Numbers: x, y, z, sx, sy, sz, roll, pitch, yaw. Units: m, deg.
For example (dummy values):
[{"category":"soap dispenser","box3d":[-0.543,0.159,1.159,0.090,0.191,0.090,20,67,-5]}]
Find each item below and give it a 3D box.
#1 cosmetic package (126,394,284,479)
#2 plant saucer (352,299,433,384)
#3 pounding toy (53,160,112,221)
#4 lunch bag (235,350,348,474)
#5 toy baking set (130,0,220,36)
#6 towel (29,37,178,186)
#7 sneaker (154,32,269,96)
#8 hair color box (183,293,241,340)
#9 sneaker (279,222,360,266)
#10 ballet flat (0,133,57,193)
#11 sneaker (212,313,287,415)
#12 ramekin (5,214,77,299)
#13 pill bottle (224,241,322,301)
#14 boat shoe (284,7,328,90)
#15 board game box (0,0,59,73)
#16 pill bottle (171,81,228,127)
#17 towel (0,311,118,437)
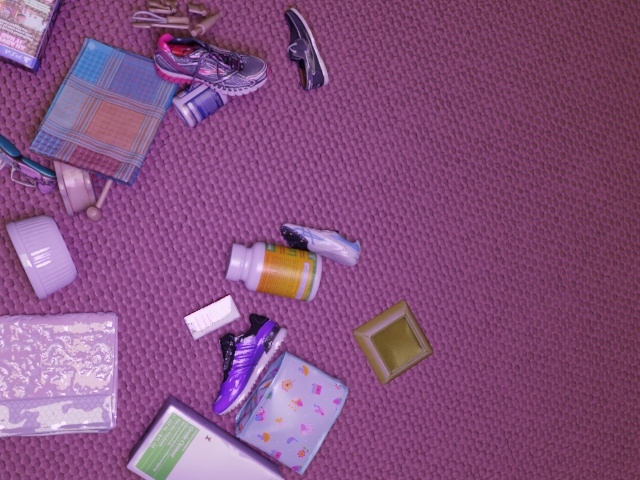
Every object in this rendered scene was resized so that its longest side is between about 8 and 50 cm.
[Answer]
[{"category":"cosmetic package","box3d":[-0.301,0.596,1.819,0.365,0.155,0.197,35,81,-9]},{"category":"plant saucer","box3d":[0.218,0.297,1.995,0.188,0.045,0.188,-31,95,-11]},{"category":"pounding toy","box3d":[-0.594,-0.156,1.778,0.154,0.154,0.270,-13,73,-14]},{"category":"lunch bag","box3d":[-0.075,0.454,1.871,0.223,0.160,0.262,33,88,-9]},{"category":"toy baking set","box3d":[-0.382,-0.579,1.806,0.196,0.256,0.030,14,127,4]},{"category":"towel","box3d":[-0.539,-0.337,1.758,0.271,0.040,0.370,18,64,-4]},{"category":"sneaker","box3d":[-0.279,-0.455,1.777,0.299,0.112,0.121,5,62,-9]},{"category":"hair color box","box3d":[-0.296,0.209,1.882,0.141,0.043,0.072,-26,95,-13]},{"category":"sneaker","box3d":[0.000,0.000,1.940,0.237,0.085,0.086,21,58,-8]},{"category":"ballet flat","box3d":[-0.784,-0.196,1.770,0.221,0.077,0.079,36,101,-10]},{"category":"sneaker","box3d":[-0.227,0.326,1.874,0.146,0.102,0.293,36,77,-6]},{"category":"ramekin","box3d":[-0.691,0.035,1.719,0.109,0.207,0.207,-24,94,-21]},{"category":"pill bottle","box3d":[-0.129,0.079,1.873,0.245,0.136,0.136,12,87,-12]},{"category":"boat shoe","box3d":[-0.054,-0.535,1.927,0.079,0.084,0.233,-23,97,-12]},{"category":"board game box","box3d":[-0.778,-0.599,1.710,0.232,0.141,0.291,21,90,-19]},{"category":"pill bottle","box3d":[-0.311,-0.388,1.861,0.169,0.094,0.094,-37,97,-10]},{"category":"towel","box3d":[-0.698,0.348,1.786,0.331,0.053,0.317,0,89,-14]}]
